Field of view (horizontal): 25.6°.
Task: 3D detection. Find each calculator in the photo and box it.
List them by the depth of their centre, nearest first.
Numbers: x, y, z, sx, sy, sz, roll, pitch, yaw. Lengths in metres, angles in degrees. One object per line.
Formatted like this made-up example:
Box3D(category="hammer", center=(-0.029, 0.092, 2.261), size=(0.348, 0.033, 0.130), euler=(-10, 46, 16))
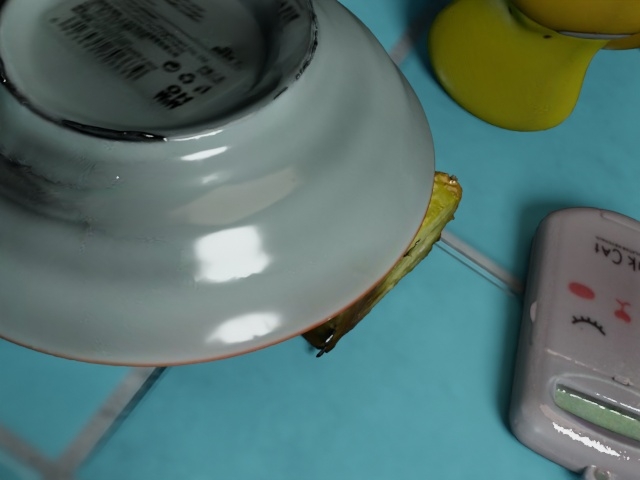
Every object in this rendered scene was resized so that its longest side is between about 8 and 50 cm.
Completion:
Box3D(category="calculator", center=(0.150, 0.056, 0.733), size=(0.100, 0.032, 0.175), euler=(21, 50, -9))

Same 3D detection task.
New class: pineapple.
Box3D(category="pineapple", center=(0.000, 0.000, 0.695), size=(0.137, 0.069, 0.116), euler=(6, 58, -10))

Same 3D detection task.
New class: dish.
Box3D(category="dish", center=(-0.074, -0.070, 0.640), size=(0.260, 0.085, 0.260), euler=(1, 47, -2))

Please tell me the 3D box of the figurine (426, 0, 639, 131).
Box3D(category="figurine", center=(0.159, -0.174, 0.802), size=(0.215, 0.215, 0.228), euler=(37, 47, 6))
